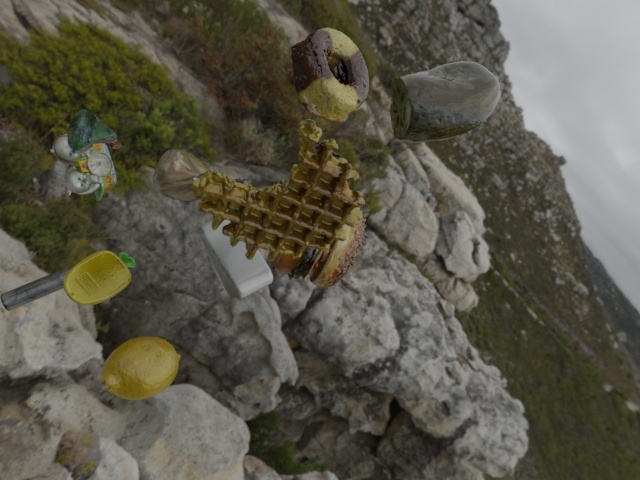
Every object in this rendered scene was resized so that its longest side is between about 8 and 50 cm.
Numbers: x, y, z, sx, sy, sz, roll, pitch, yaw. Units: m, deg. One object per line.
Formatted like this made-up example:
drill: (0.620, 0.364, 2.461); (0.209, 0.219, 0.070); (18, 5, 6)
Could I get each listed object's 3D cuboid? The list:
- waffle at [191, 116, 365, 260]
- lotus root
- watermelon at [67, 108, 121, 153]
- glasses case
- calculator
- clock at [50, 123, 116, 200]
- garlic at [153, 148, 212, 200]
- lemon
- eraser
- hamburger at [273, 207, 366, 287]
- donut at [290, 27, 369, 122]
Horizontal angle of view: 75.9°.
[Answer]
waffle: (-0.063, -0.070, 0.759); (0.069, 0.292, 0.260); (-89, 154, -47)
lotus root: (0.406, -0.451, 1.336); (0.250, 0.345, 0.251); (165, -90, -83)
watermelon: (-0.540, -0.250, 0.953); (0.155, 0.101, 0.080); (47, -7, 11)
glasses case: (-0.889, 0.138, 1.378); (0.299, 0.114, 0.060); (-27, 104, -25)
calculator: (-0.682, 0.109, 1.285); (0.146, 0.032, 0.235); (53, 39, -9)
clock: (-0.700, -0.228, 1.213); (0.144, 0.103, 0.231); (-27, 115, -42)
garlic: (-0.391, -0.199, 1.209); (0.196, 0.151, 0.338); (10, -4, -4)
lemon: (-0.532, 0.379, 1.225); (0.244, 0.187, 0.187); (-9, 62, -47)
eraser: (-0.325, 0.056, 1.528); (0.149, 0.331, 0.331); (-30, 78, -21)
hamburger: (0.000, 0.000, 1.204); (0.225, 0.291, 0.291); (24, 30, -7)
donut: (0.018, -0.255, 0.631); (0.140, 0.059, 0.141); (11, 72, -38)
